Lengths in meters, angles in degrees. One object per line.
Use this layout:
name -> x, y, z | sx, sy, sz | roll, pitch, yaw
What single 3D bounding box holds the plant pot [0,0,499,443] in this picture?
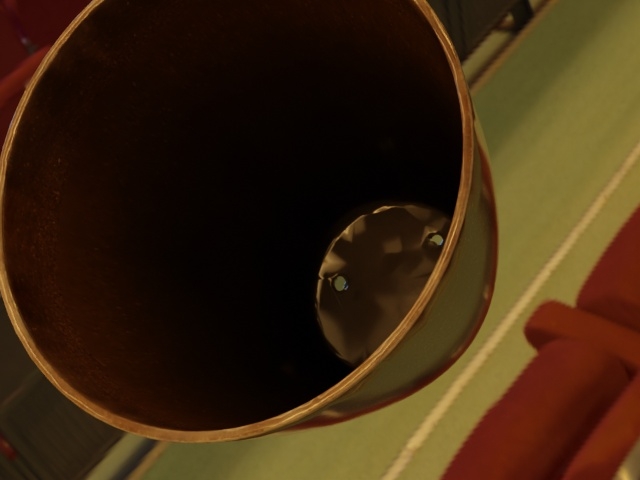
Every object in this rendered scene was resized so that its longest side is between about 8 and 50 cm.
plant pot -> 0.000, 0.000, 0.545 | 0.215, 0.230, 0.215 | -6, 73, 22
